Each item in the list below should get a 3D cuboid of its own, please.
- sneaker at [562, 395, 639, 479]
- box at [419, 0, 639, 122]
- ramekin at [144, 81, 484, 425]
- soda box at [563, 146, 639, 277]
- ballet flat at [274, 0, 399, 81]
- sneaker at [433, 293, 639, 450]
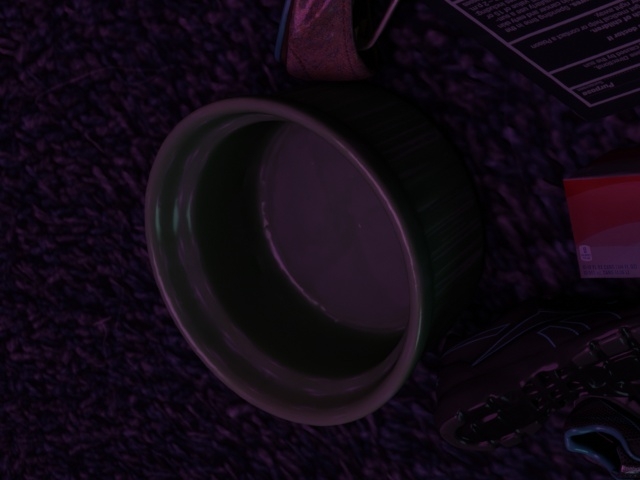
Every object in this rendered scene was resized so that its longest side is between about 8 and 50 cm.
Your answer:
[{"bbox_3d":[0.275,0.183,1.001,0.166,0.076,0.065,22,123,29],"label":"sneaker"},{"bbox_3d":[0.199,-0.240,0.707,0.296,0.294,0.182,-17,58,41],"label":"box"},{"bbox_3d":[0.000,0.000,1.089,0.303,0.148,0.303,17,119,32],"label":"ramekin"},{"bbox_3d":[0.316,-0.026,0.865,0.263,0.092,0.083,-3,106,39],"label":"soda box"},{"bbox_3d":[0.038,-0.273,0.986,0.106,0.107,0.316,17,127,10],"label":"ballet flat"},{"bbox_3d":[0.208,0.082,0.991,0.267,0.106,0.101,-23,133,22],"label":"sneaker"}]
